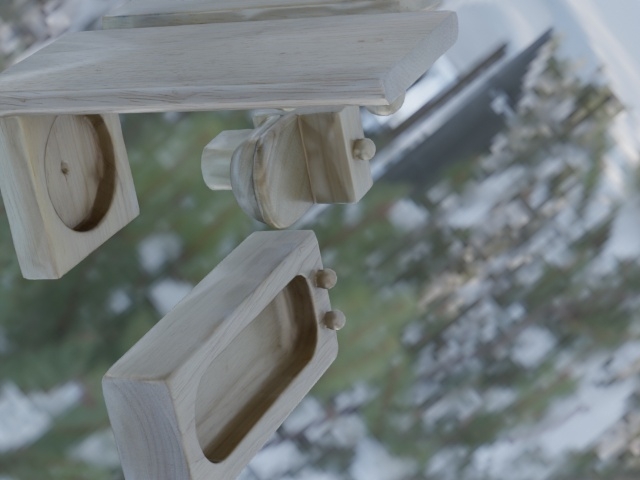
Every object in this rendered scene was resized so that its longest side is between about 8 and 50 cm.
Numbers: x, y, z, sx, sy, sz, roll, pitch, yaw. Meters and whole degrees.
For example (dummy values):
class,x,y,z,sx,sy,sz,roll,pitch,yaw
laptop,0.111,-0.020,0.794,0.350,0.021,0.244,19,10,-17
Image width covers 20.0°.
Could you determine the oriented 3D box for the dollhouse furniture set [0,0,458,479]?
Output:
class,x,y,z,sx,sy,sz,roll,pitch,yaw
dollhouse furniture set,0.000,0.000,0.555,0.144,0.123,0.151,-46,-50,-56
